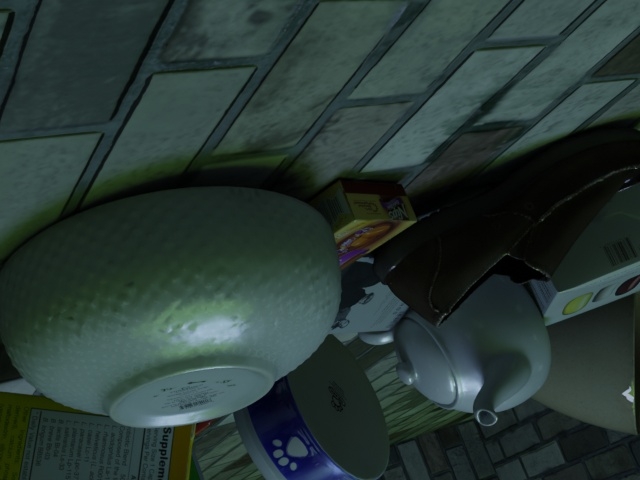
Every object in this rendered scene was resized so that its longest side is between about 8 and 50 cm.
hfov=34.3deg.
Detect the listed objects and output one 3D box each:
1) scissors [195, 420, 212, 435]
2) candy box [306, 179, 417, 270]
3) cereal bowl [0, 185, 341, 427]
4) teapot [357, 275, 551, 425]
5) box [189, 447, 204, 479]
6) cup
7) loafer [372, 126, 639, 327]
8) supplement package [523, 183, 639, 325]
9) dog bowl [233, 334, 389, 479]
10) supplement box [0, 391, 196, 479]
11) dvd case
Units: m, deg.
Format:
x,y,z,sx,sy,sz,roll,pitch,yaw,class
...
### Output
x,y,z,sx,sy,sz,roll,pitch,yaw,class
-0.201,0.327,1.953,0.297,0.021,0.109,-40,-179,15,scissors
0.000,0.000,1.137,0.187,0.053,0.109,-35,158,35,candy box
-0.136,0.089,1.010,0.339,0.141,0.339,-13,154,-6,cereal bowl
0.185,0.147,1.472,0.187,0.252,0.256,-26,166,-20,teapot
-0.320,0.338,1.487,0.262,0.231,0.127,-9,159,-33,box
0.405,0.144,1.699,0.237,0.330,0.331,1,170,20,cup
0.246,-0.008,1.233,0.366,0.130,0.134,-29,163,-3,loafer
0.364,0.001,1.404,0.194,0.149,0.203,-21,162,-2,supplement package
-0.013,0.259,1.552,0.104,0.264,0.265,-32,160,23,dog bowl
-0.337,0.293,1.178,0.357,0.194,0.195,9,155,-11,supplement box
0.070,0.051,1.324,0.239,0.029,0.179,3,132,-54,dvd case
